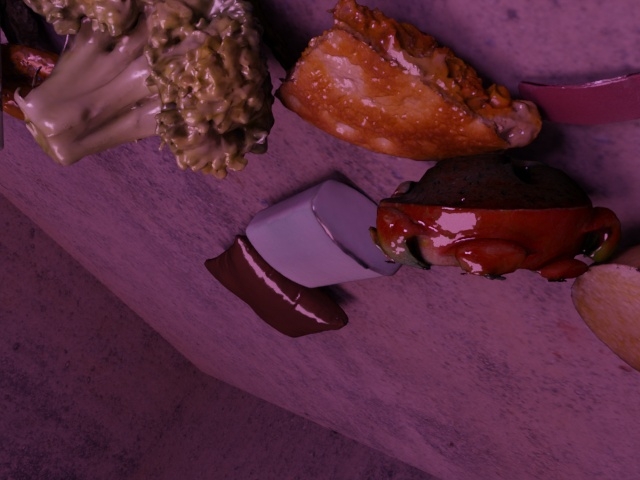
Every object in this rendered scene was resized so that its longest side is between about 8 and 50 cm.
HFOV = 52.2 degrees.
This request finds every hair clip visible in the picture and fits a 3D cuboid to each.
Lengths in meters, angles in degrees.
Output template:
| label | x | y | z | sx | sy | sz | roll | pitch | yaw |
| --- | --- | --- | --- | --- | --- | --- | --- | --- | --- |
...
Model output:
| label | x | y | z | sx | sy | sz | roll | pitch | yaw |
| --- | --- | --- | --- | --- | --- | --- | --- | --- | --- |
| hair clip | 0.261 | -0.141 | 0.650 | 0.137 | 0.022 | 0.054 | 9 | 149 | 44 |

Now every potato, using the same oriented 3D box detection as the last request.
| label | x | y | z | sx | sy | sz | roll | pitch | yaw |
| --- | --- | --- | --- | --- | --- | --- | --- | --- | --- |
| potato | 0.423 | 0.076 | 0.746 | 0.239 | 0.116 | 0.299 | 39 | 168 | 4 |

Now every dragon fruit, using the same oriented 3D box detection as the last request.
| label | x | y | z | sx | sy | sz | roll | pitch | yaw |
| --- | --- | --- | --- | --- | --- | --- | --- | --- | --- |
| dragon fruit | 0.189 | -0.021 | 0.747 | 0.268 | 0.130 | 0.295 | 0 | 178 | 42 |

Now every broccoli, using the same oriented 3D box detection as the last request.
| label | x | y | z | sx | sy | sz | roll | pitch | yaw |
| --- | --- | --- | --- | --- | --- | --- | --- | --- | --- |
| broccoli | -0.220 | -0.197 | 0.786 | 0.348 | 0.281 | 0.293 | 51 | 155 | 2 |

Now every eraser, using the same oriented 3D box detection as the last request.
| label | x | y | z | sx | sy | sz | roll | pitch | yaw |
| --- | --- | --- | --- | --- | --- | --- | --- | --- | --- |
| eraser | 0.000 | 0.000 | 1.152 | 0.189 | 0.104 | 0.290 | 37 | 157 | -19 |

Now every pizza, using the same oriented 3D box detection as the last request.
| label | x | y | z | sx | sy | sz | roll | pitch | yaw |
| --- | --- | --- | --- | --- | --- | --- | --- | --- | --- |
| pizza | 0.077 | -0.179 | 0.729 | 0.336 | 0.086 | 0.226 | 18 | 155 | 33 |

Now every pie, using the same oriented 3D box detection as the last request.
| label | x | y | z | sx | sy | sz | roll | pitch | yaw |
| --- | --- | --- | --- | --- | --- | --- | --- | --- | --- |
| pie | -0.497 | -0.280 | 1.203 | 0.274 | 0.069 | 0.273 | 4 | 164 | 1 |

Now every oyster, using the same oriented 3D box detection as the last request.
| label | x | y | z | sx | sy | sz | roll | pitch | yaw |
| --- | --- | --- | --- | --- | --- | --- | --- | --- | --- |
| oyster | -0.550 | -0.392 | 1.173 | 0.177 | 0.064 | 0.125 | 14 | 137 | 57 |

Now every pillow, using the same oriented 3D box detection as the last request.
| label | x | y | z | sx | sy | sz | roll | pitch | yaw |
| --- | --- | --- | --- | --- | --- | --- | --- | --- | --- |
| pillow | -0.111 | 0.111 | 1.498 | 0.305 | 0.108 | 0.308 | 40 | 156 | -10 |

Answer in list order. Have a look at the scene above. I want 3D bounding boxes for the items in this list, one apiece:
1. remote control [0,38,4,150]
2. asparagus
| label | x | y | z | sx | sy | sz | roll | pitch | yaw |
| --- | --- | --- | --- | --- | --- | --- | --- | --- | --- |
| remote control | -0.586 | -0.317 | 1.092 | 0.145 | 0.343 | 0.050 | 10 | -168 | 38 |
| asparagus | -0.085 | -0.292 | 0.799 | 0.034 | 0.027 | 0.236 | 24 | 156 | 48 |
